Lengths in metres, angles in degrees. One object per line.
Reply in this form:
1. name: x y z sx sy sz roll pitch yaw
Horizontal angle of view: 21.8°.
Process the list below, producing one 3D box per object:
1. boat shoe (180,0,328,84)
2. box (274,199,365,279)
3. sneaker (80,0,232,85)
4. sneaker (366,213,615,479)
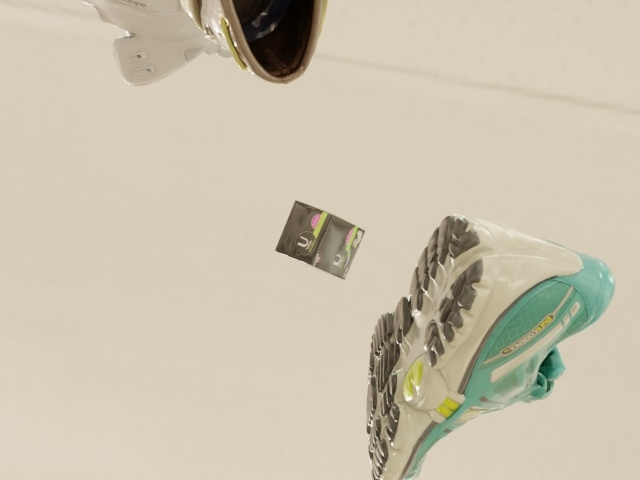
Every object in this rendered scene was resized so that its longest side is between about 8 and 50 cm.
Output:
1. boat shoe: -0.041 -0.242 1.134 0.116 0.097 0.324 -25 -33 -22
2. box: 0.000 0.000 1.791 0.052 0.062 0.083 22 -2 30
3. sneaker: -0.238 -0.269 1.681 0.365 0.137 0.210 0 -49 -6
4. sneaker: 0.095 0.087 1.049 0.110 0.107 0.275 9 -33 -14
